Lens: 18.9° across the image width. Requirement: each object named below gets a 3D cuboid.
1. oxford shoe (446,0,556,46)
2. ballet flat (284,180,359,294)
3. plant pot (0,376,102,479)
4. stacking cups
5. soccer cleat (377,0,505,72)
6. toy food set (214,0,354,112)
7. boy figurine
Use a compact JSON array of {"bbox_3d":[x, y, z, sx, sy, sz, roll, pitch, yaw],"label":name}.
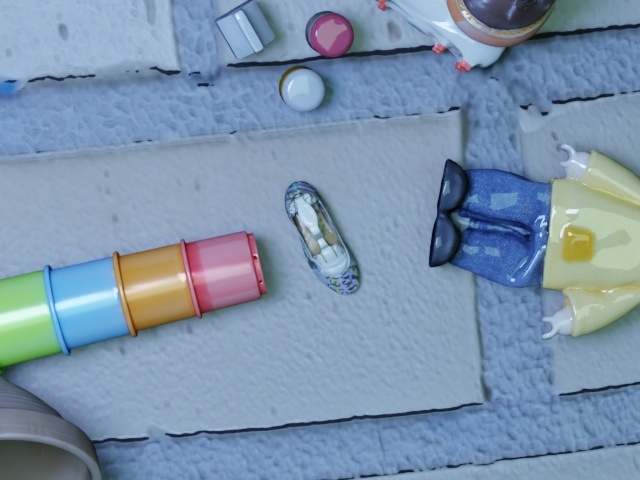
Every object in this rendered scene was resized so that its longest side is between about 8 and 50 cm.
[{"bbox_3d":[0.203,-0.351,1.660,0.130,0.133,0.364,12,80,-4],"label":"oxford shoe"},{"bbox_3d":[0.000,0.000,1.747,0.041,0.041,0.114,-28,95,1],"label":"ballet flat"},{"bbox_3d":[-0.318,0.191,1.695,0.237,0.237,0.110,-19,57,0],"label":"plant pot"},{"bbox_3d":[-0.208,0.049,1.723,0.316,0.096,0.096,-16,94,-2],"label":"stacking cups"},{"bbox_3d":[0.088,-0.230,1.722,0.196,0.068,0.076,37,88,-10],"label":"soccer cleat"},{"bbox_3d":[-0.044,-0.222,1.684,0.111,0.104,0.232,-30,101,-1],"label":"toy food set"},{"bbox_3d":[0.240,0.008,1.728,0.285,0.092,0.177,12,91,1],"label":"boy figurine"}]
